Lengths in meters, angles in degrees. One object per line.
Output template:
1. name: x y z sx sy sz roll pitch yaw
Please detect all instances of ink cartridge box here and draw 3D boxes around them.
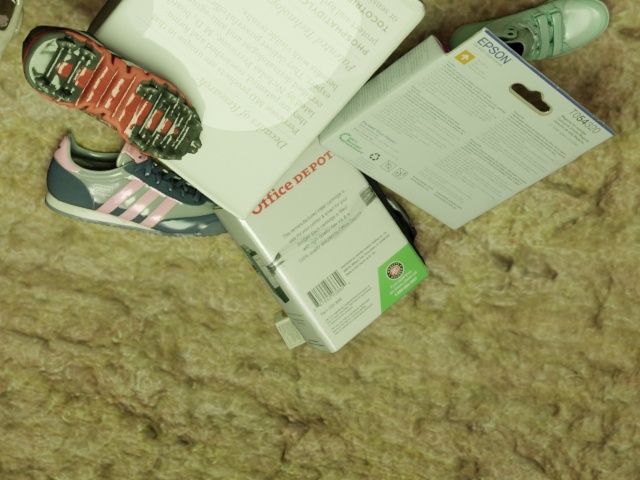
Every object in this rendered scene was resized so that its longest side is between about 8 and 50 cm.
1. ink cartridge box: 0.000 0.000 1.974 0.211 0.121 0.289 -37 101 -16
2. ink cartridge box: 0.222 -0.176 1.893 0.330 0.071 0.324 -33 133 32

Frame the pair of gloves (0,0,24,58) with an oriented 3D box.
1. pair of gloves: -0.575 -0.364 1.885 0.240 0.042 0.204 27 110 -13

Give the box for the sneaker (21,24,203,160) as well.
1. sneaker: -0.270 -0.196 1.593 0.276 0.135 0.098 29 98 -37

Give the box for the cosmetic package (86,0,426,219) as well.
1. cosmetic package: -0.110 -0.319 1.775 0.327 0.329 0.394 37 108 -17

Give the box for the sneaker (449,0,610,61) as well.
1. sneaker: 0.335 -0.304 1.905 0.255 0.151 0.094 -14 112 2

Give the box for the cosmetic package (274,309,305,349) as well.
1. cosmetic package: -0.016 0.134 2.138 0.115 0.041 0.060 -24 113 7

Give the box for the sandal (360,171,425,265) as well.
1. sandal: 0.113 -0.047 2.043 0.054 0.097 0.255 -38 114 -16

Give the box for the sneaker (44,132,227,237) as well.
1. sneaker: -0.279 -0.089 1.986 0.318 0.112 0.131 8 116 -8
